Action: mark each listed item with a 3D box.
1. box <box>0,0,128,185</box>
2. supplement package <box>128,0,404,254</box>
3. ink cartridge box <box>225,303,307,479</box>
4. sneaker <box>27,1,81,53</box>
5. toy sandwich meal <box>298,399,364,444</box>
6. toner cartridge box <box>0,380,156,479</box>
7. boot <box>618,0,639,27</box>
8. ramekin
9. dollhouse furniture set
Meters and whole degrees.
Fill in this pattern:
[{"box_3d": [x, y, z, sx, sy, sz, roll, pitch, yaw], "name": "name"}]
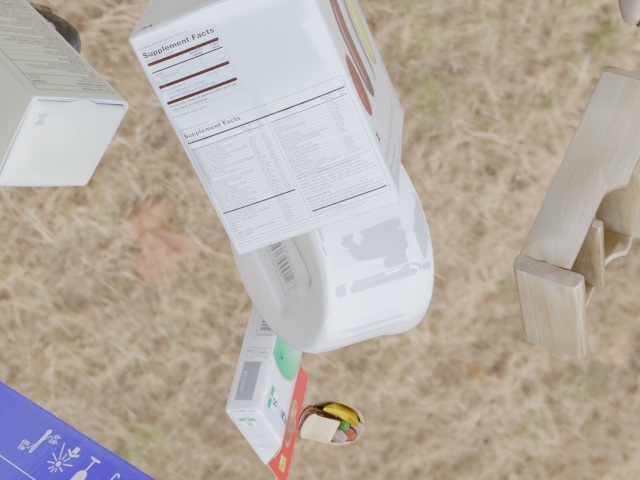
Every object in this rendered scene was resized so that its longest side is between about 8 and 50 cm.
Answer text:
[{"box_3d": [-0.380, -0.202, 1.475, 0.148, 0.311, 0.121, -2, 130, -52], "name": "box"}, {"box_3d": [-0.034, -0.136, 1.066, 0.149, 0.194, 0.203, -19, 116, 14], "name": "supplement package"}, {"box_3d": [-0.045, 0.198, 1.666, 0.224, 0.056, 0.181, 61, 34, -48], "name": "ink cartridge box"}, {"box_3d": [-0.369, -0.259, 1.718, 0.124, 0.283, 0.107, -9, 127, -29], "name": "sneaker"}, {"box_3d": [0.014, 0.237, 1.631, 0.086, 0.029, 0.085, 4, 125, 6], "name": "toy sandwich meal"}, {"box_3d": [-0.138, 0.152, 0.647, 0.075, 0.348, 0.165, -46, 131, -23], "name": "toner cartridge box"}, {"box_3d": [0.105, -0.150, 0.506, 0.087, 0.042, 0.118, 12, 112, -2], "name": "boot"}, {"box_3d": [0.000, 0.000, 1.518, 0.135, 0.277, 0.277, -19, 121, -26], "name": "ramekin"}, {"box_3d": [0.423, 0.018, 1.247, 0.256, 0.394, 0.362, -62, 156, -20], "name": "dollhouse furniture set"}]
